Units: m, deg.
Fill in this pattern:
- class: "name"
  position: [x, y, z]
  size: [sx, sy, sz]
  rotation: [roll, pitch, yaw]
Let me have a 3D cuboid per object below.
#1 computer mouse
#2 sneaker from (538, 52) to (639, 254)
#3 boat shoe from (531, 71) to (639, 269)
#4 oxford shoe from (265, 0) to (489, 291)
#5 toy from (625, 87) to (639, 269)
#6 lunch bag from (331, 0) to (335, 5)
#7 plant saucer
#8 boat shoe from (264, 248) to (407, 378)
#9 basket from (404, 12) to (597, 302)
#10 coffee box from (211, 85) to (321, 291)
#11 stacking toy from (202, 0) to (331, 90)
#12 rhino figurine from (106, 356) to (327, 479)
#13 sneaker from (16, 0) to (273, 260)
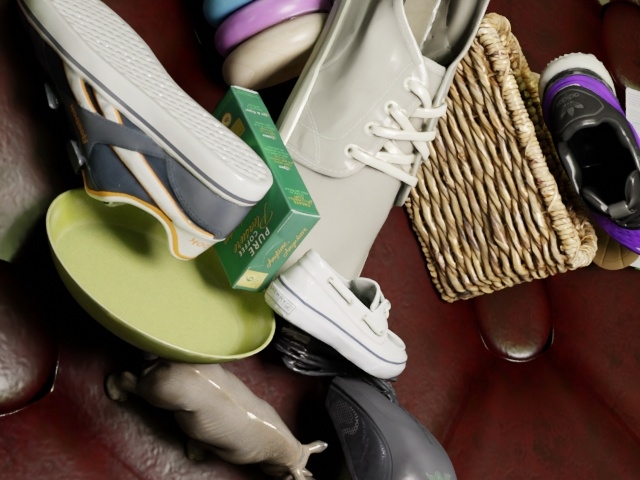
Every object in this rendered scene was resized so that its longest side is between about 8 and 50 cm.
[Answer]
- class: "computer mouse"
  position: [0.067, 0.191, 1.466]
  size: [0.188, 0.072, 0.272]
  rotation: [30, 24, -43]
- class: "sneaker"
  position: [0.331, -0.059, 1.636]
  size: [0.293, 0.102, 0.146]
  rotation: [50, 22, -30]
- class: "boat shoe"
  position: [0.322, -0.094, 1.866]
  size: [0.277, 0.098, 0.096]
  rotation: [59, 31, -3]
- class: "oxford shoe"
  position: [0.057, -0.121, 1.493]
  size: [0.169, 0.130, 0.449]
  rotation: [18, 93, -48]
- class: "toy"
  position: [0.435, -0.073, 1.974]
  size: [0.137, 0.056, 0.237]
  rotation: [11, 75, -42]
- class: "lunch bag"
  position: [0.146, -0.375, 1.661]
  size: [0.213, 0.305, 0.256]
  rotation: [32, 52, -31]
- class: "plant saucer"
  position: [-0.155, 0.039, 1.379]
  size: [0.241, 0.037, 0.241]
  rotation: [27, 25, -14]
- class: "boat shoe"
  position: [0.037, 0.075, 1.473]
  size: [0.083, 0.076, 0.226]
  rotation: [46, 8, 35]
- class: "basket"
  position: [0.226, -0.107, 1.694]
  size: [0.213, 0.223, 0.299]
  rotation: [-22, 90, -42]
- class: "coffee box"
  position: [-0.073, -0.051, 1.446]
  size: [0.040, 0.113, 0.184]
  rotation: [13, 36, -40]
- class: "stacking toy"
  position: [-0.097, -0.332, 1.567]
  size: [0.141, 0.141, 0.330]
  rotation: [-18, 82, -42]
- class: "rhino figurine"
  position: [-0.083, 0.180, 1.417]
  size: [0.243, 0.106, 0.073]
  rotation: [39, 55, -25]
- class: "sneaker"
  position: [-0.197, -0.116, 1.399]
  size: [0.321, 0.127, 0.126]
  rotation: [46, 23, 15]
